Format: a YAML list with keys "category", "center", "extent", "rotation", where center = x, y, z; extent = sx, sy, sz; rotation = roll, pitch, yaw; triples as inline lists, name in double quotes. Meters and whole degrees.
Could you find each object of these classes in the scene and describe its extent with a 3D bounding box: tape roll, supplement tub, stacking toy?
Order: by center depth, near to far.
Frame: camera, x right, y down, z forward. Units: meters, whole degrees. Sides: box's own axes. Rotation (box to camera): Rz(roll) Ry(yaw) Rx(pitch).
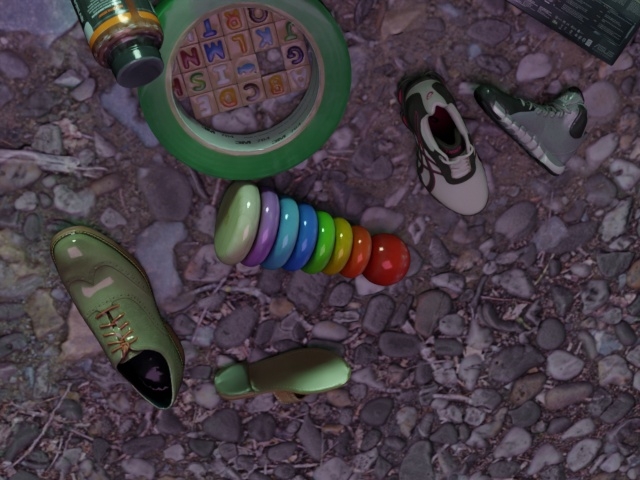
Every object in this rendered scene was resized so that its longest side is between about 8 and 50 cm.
- category: "supplement tub"
  center: [-0.285, -0.313, 1.529]
  extent: [0.106, 0.198, 0.106]
  rotation: [-21, 160, -8]
- category: "tape roll"
  center: [-0.117, -0.252, 1.653]
  extent: [0.321, 0.077, 0.321]
  rotation: [-4, 116, -8]
- category: "stacking toy"
  center: [0.000, 0.000, 1.788]
  extent: [0.330, 0.141, 0.141]
  rotation: [13, 113, -22]

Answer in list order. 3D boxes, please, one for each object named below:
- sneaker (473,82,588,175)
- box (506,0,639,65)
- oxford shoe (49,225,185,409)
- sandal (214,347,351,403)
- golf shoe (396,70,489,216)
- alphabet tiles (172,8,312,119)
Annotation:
- category: "sneaker"
  center: [0.355, -0.216, 1.773]
  extent: [0.132, 0.086, 0.228]
  rotation: [-47, 125, 8]
- category: "box"
  center: [0.410, -0.407, 1.694]
  extent: [0.232, 0.059, 0.183]
  rotation: [25, 109, -20]
- category: "oxford shoe"
  center: [-0.320, 0.128, 1.781]
  extent: [0.123, 0.130, 0.348]
  rotation: [-31, 117, 5]
- category: "sandal"
  center: [-0.064, 0.251, 1.936]
  extent: [0.239, 0.088, 0.079]
  rotation: [-7, 149, 0]
- category: "golf shoe"
  center: [0.203, -0.136, 1.757]
  extent: [0.105, 0.120, 0.273]
  rotation: [-29, 119, 2]
- category: "alphabet tiles"
  center: [-0.143, -0.296, 1.675]
  extent: [0.237, 0.009, 0.198]
  rotation: [-16, 118, -3]
